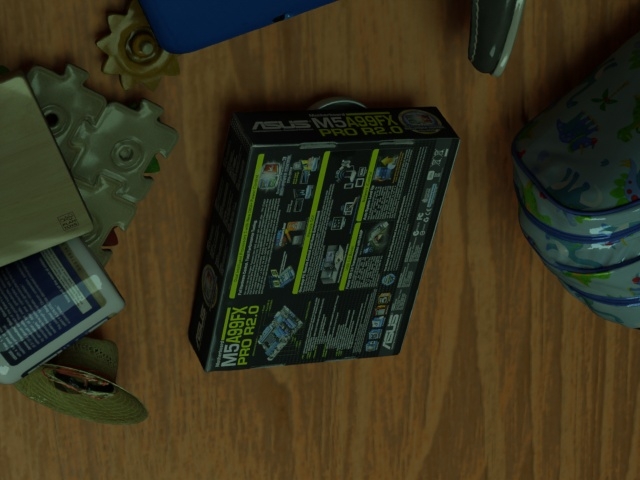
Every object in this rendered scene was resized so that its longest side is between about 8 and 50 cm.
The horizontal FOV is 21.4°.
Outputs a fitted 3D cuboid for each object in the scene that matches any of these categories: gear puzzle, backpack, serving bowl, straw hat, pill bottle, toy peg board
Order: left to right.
[{"bbox_3d":[-0.298,-0.062,1.432,0.161,0.079,0.160,-21,123,0],"label":"toy peg board"},{"bbox_3d":[-0.266,0.067,1.486,0.169,0.094,0.094,-34,127,-6],"label":"pill bottle"},{"bbox_3d":[-0.232,-0.075,1.516,0.175,0.044,0.339,24,103,-32],"label":"gear puzzle"},{"bbox_3d":[-0.222,0.121,1.613,0.144,0.144,0.061,32,59,-36],"label":"straw hat"},{"bbox_3d":[0.010,-0.105,1.613,0.083,0.027,0.083,-14,131,-16],"label":"serving bowl"},{"bbox_3d":[0.361,-0.081,1.655,0.273,0.290,0.355,28,113,-41],"label":"backpack"}]

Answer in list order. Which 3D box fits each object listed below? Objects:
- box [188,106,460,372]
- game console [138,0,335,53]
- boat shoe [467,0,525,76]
[{"bbox_3d":[0.000,0.000,1.632,0.216,0.060,0.270,-4,127,-23],"label":"box"},{"bbox_3d":[-0.038,-0.314,1.381,0.293,0.173,0.250,-20,95,0],"label":"game console"},{"bbox_3d":[0.156,-0.316,1.524,0.096,0.112,0.335,10,112,-1],"label":"boat shoe"}]
